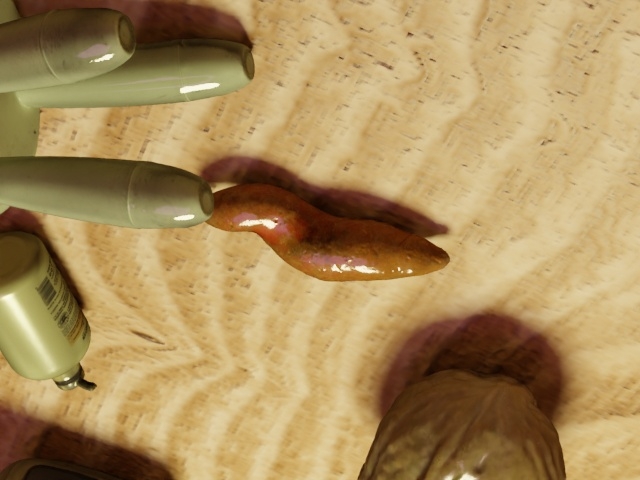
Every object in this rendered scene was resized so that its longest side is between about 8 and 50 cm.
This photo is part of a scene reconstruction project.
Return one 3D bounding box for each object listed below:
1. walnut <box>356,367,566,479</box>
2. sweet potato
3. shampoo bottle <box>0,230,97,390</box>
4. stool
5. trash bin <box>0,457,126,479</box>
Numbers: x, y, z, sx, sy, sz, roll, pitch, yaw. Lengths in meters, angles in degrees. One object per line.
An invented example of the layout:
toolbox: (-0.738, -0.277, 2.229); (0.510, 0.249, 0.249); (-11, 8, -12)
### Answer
walnut: (0.121, 0.201, 1.377); (0.178, 0.178, 0.230); (17, 129, 0)
sweet potato: (0.000, -0.001, 1.276); (0.202, 0.058, 0.055); (16, 160, 0)
shampoo bottle: (-0.246, 0.071, 1.419); (0.079, 0.079, 0.162); (-2, 136, 21)
stool: (-0.173, -0.120, 1.109); (0.198, 0.195, 0.195); (-8, 133, 19)
trash bin: (-0.252, 0.345, 1.650); (0.209, 0.182, 0.290); (18, 144, -3)
